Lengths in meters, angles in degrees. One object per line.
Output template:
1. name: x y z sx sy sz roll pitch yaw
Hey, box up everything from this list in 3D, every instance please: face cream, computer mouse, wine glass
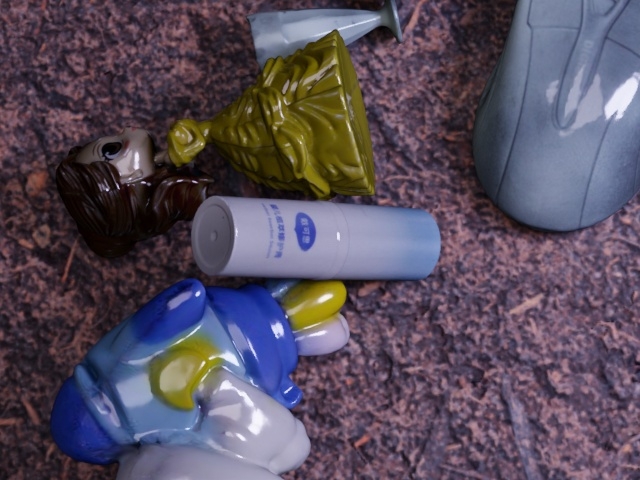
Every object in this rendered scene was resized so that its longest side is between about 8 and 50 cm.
1. face cream: 0.000 0.000 1.476 0.250 0.077 0.077 2 73 -38
2. computer mouse: 0.273 -0.192 1.552 0.188 0.122 0.371 17 76 8
3. wine glass: 0.005 -0.218 1.606 0.155 0.073 0.073 -13 76 -2

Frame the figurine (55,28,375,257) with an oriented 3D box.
1. figurine: -0.114 -0.091 1.540 0.315 0.168 0.187 -14 46 8

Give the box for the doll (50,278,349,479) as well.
1. doll: -0.116 0.182 1.465 0.376 0.187 0.366 14 68 -36
